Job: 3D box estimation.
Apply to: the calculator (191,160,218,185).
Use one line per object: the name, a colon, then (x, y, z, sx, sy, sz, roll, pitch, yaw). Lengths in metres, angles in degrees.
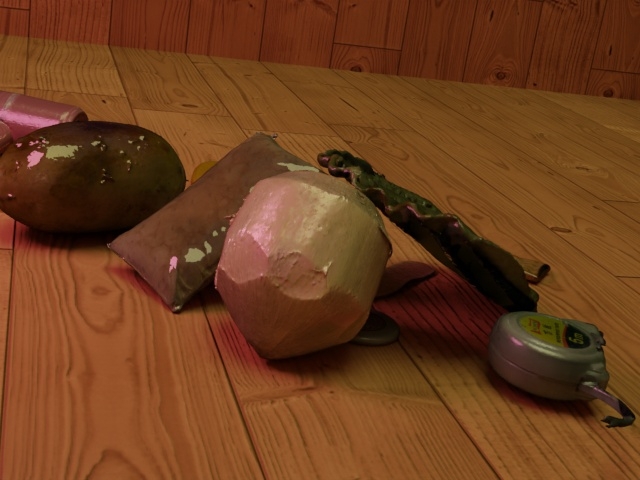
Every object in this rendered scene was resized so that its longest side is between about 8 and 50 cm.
calculator: (-0.171, -0.114, 1.908, 0.146, 0.032, 0.235, 7, 20, -5)

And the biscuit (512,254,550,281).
biscuit: (0.337, 0.046, 1.687, 0.081, 0.018, 0.083, 17, 19, 23)

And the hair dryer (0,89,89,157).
hair dryer: (-0.571, -0.156, 1.765, 0.210, 0.125, 0.352, 12, 29, 7)

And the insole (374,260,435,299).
insole: (0.098, 0.059, 1.550, 0.081, 0.011, 0.248, 20, 21, 32)

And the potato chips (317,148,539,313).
potato chips: (0.174, -0.011, 1.432, 0.429, 0.070, 0.358, 30, 9, -47)

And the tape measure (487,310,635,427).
tape measure: (0.277, 0.170, 1.187, 0.164, 0.084, 0.330, 9, 18, 8)

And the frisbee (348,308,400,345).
frisbee: (0.054, 0.114, 1.364, 0.110, 0.014, 0.110, 8, 19, -3)

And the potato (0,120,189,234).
potato: (-0.359, -0.098, 1.559, 0.210, 0.173, 0.307, 27, 23, 38)

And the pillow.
pillow: (-0.136, -0.039, 1.422, 0.302, 0.075, 0.185, -39, 49, -17)

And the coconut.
coconut: (-0.028, 0.037, 1.257, 0.224, 0.224, 0.234, 21, 64, 33)
